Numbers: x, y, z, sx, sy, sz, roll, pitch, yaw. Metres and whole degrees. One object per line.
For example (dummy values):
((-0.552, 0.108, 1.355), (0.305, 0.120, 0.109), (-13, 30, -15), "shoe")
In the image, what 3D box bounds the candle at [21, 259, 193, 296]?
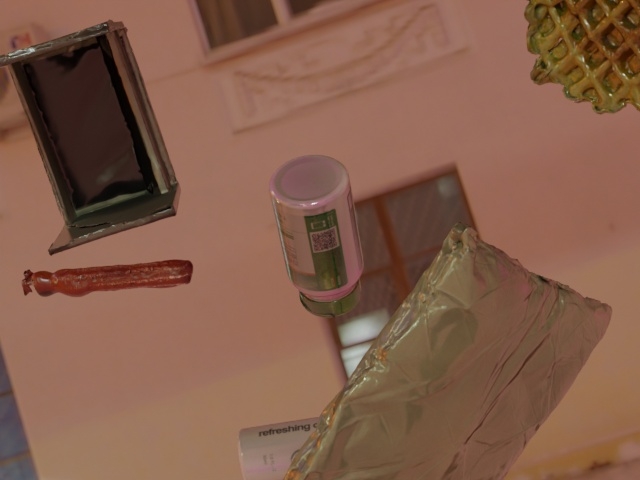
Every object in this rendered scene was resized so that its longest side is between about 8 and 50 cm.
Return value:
((-0.363, 0.067, 2.194), (0.329, 0.051, 0.048), (-4, 19, 22), "candle")

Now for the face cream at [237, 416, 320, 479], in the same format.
((0.036, 0.303, 1.926), (0.312, 0.092, 0.092), (-8, -5, 3), "face cream")

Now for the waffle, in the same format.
((0.426, -0.337, 1.858), (0.297, 0.317, 0.073), (14, 28, 38), "waffle")

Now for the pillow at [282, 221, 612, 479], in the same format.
((0.124, 0.141, 1.130), (0.281, 0.076, 0.274), (26, -77, -48), "pillow")

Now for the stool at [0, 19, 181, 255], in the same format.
((-0.295, -0.137, 1.635), (0.170, 0.243, 0.269), (-19, 10, -2), "stool")

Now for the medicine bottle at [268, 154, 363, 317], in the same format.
((0.000, 0.000, 2.131), (0.133, 0.133, 0.274), (-17, -48, -5), "medicine bottle")
